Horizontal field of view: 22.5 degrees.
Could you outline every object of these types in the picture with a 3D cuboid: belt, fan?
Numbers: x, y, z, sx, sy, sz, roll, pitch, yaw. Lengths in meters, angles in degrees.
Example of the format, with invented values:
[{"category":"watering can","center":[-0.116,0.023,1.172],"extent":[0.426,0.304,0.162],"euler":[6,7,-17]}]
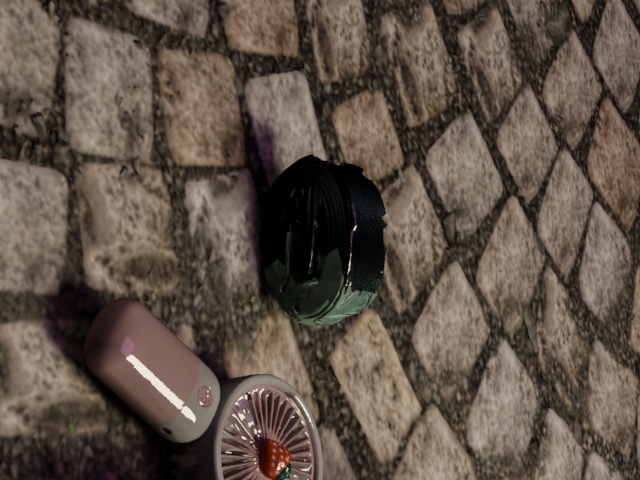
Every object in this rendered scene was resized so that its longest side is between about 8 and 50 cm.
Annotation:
[{"category":"belt","center":[0.000,0.000,1.320],"extent":[0.058,0.105,0.140],"euler":[0,86,-49]},{"category":"fan","center":[-0.086,0.133,1.193],"extent":[0.244,0.074,0.130],"euler":[48,46,-35]}]
